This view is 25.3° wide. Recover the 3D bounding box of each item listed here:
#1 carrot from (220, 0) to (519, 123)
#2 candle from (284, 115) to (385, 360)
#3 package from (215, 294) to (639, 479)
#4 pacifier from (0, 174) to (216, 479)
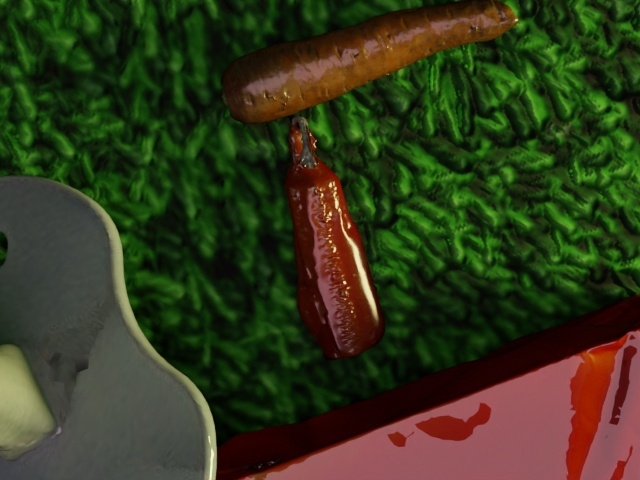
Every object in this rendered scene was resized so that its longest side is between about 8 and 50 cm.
[{"bbox_3d":[0.030,-0.117,0.894,0.191,0.047,0.047,-17,100,0],"label":"carrot"},{"bbox_3d":[0.000,0.000,0.912,0.053,0.048,0.162,-10,101,20],"label":"candle"},{"bbox_3d":[0.078,0.183,0.908,0.424,0.123,0.195,-19,95,4],"label":"package"},{"bbox_3d":[-0.208,0.097,0.822,0.244,0.233,0.299,-34,68,7],"label":"pacifier"}]
